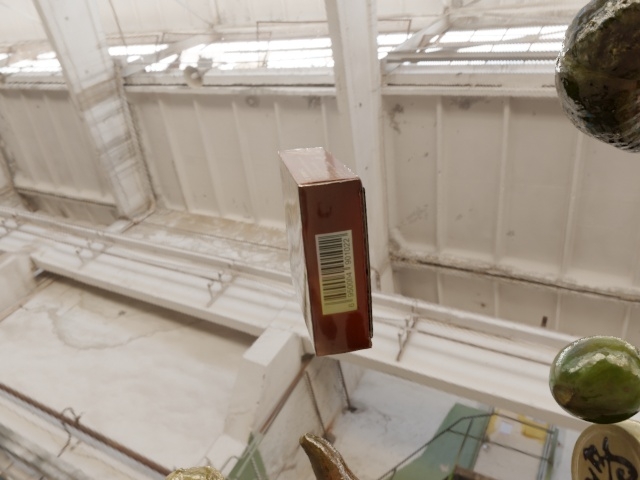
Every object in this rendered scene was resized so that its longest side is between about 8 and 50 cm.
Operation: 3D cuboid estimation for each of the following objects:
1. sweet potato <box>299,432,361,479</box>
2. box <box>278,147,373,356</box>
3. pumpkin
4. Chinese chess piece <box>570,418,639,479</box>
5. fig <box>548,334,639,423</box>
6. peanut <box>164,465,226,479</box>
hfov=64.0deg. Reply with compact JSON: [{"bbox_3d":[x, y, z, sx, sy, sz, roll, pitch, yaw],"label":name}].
[{"bbox_3d":[0.049,0.376,0.738,0.244,0.077,0.077,52,-43,8],"label":"sweet potato"},{"bbox_3d":[0.000,0.000,1.111,0.122,0.385,0.345,-8,-71,-8],"label":"box"},{"bbox_3d":[0.450,-0.230,0.681,0.260,0.189,0.260,-3,-53,-3],"label":"pumpkin"},{"bbox_3d":[0.675,0.526,1.129,0.104,0.257,0.257,12,-43,-13],"label":"Chinese chess piece"},{"bbox_3d":[0.567,0.289,1.056,0.181,0.191,0.181,48,-32,46],"label":"fig"},{"bbox_3d":[-0.252,0.619,1.239,0.263,0.101,0.117,23,-67,-7],"label":"peanut"}]
